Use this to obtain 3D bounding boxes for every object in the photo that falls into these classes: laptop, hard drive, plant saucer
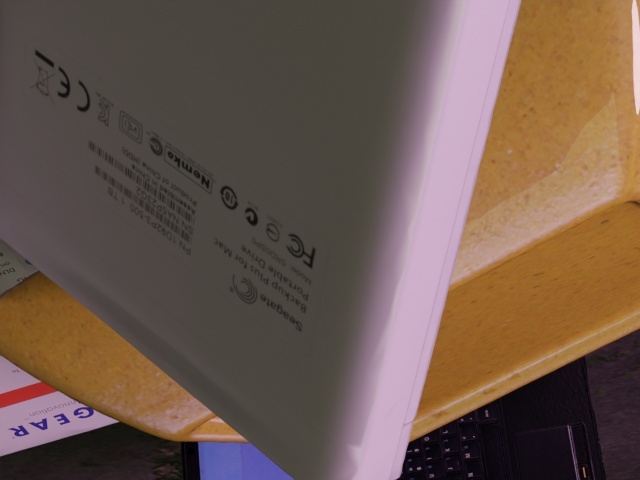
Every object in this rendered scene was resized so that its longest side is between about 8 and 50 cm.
[{"bbox_3d":[0.052,0.139,1.069,0.264,0.234,0.136,-10,156,8],"label":"laptop"},{"bbox_3d":[-0.031,-0.082,0.509,0.040,0.203,0.307,-28,142,-39],"label":"hard drive"},{"bbox_3d":[0.067,0.014,0.752,0.333,0.081,0.333,-30,159,22],"label":"plant saucer"}]

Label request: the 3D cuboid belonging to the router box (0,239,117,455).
[{"bbox_3d":[-0.274,0.018,0.796,0.336,0.082,0.301,-16,140,8],"label":"router box"}]
